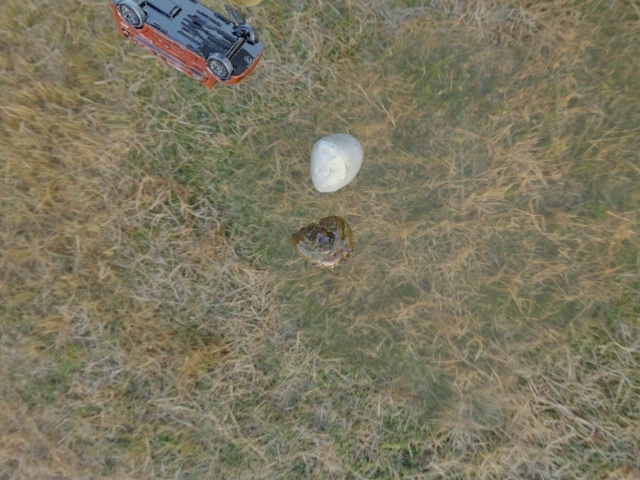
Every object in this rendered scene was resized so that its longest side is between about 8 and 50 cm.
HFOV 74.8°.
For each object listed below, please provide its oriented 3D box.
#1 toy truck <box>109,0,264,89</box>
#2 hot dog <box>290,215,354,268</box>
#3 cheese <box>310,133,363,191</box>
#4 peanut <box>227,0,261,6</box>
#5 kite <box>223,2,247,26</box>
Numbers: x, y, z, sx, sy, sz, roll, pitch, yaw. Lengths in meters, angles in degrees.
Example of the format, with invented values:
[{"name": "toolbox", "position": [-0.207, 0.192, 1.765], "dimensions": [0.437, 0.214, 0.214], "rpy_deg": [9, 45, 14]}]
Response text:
[{"name": "toy truck", "position": [-0.233, -0.364, 0.755], "dimensions": [0.253, 0.114, 0.107], "rpy_deg": [31, 65, -5]}, {"name": "hot dog", "position": [0.003, 0.001, 1.131], "dimensions": [0.161, 0.227, 0.099], "rpy_deg": [-26, 107, -15]}, {"name": "cheese", "position": [0.061, -0.273, 1.426], "dimensions": [0.155, 0.189, 0.198], "rpy_deg": [26, 136, 16]}, {"name": "peanut", "position": [-0.120, -0.443, 0.622], "dimensions": [0.141, 0.109, 0.159], "rpy_deg": [29, 125, 2]}, {"name": "kite", "position": [-0.250, -0.667, 1.310], "dimensions": [0.009, 0.232, 0.189], "rpy_deg": [-35, 92, -9]}]
